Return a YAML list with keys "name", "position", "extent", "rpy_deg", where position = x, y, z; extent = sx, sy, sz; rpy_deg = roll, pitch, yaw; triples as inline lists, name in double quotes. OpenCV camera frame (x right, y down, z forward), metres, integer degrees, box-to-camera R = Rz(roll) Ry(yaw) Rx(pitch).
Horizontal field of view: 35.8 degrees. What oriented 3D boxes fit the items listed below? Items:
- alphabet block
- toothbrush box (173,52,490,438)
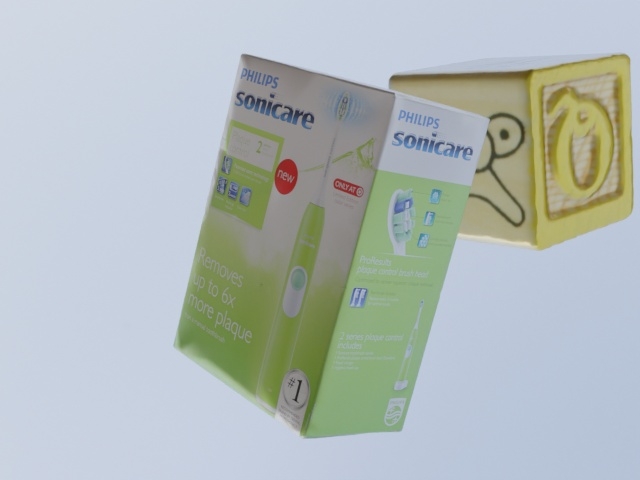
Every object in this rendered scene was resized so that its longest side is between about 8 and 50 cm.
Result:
- name: "alphabet block"
  position: [0.214, -0.106, 1.108]
  extent: [0.193, 0.193, 0.197]
  rpy_deg: [-19, -161, -39]
- name: "toothbrush box"
  position: [0.000, 0.000, 0.864]
  extent: [0.206, 0.122, 0.283]
  rpy_deg: [26, -77, 46]
